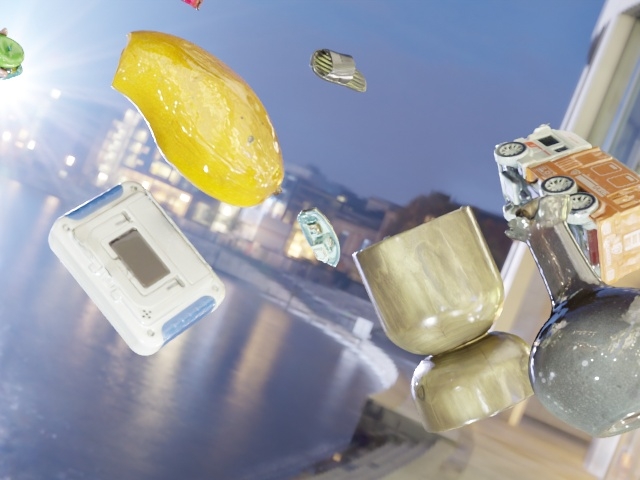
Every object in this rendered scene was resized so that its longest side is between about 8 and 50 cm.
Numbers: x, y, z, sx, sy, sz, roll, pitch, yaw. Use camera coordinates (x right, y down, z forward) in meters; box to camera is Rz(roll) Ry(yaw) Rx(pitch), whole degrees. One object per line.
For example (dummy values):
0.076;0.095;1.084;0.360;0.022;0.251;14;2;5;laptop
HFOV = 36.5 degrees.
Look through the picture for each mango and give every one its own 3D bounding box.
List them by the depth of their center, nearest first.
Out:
-0.194;-0.207;1.605;0.359;0.187;0.144;54;-16;-5;mango

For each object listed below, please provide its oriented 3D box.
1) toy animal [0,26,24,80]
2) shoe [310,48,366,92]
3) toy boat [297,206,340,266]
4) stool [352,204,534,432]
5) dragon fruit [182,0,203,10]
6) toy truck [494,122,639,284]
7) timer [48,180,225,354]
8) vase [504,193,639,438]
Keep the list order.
-0.589;-0.289;1.715;0.103;0.100;0.208;10;-38;-44;toy animal
0.046;-0.311;1.754;0.053;0.062;0.159;-18;-20;34;shoe
0.000;0.000;1.908;0.059;0.066;0.140;-13;-53;24;toy boat
0.173;0.104;1.324;0.179;0.179;0.264;90;-22;-87;stool
-0.253;-0.474;1.415;0.262;0.163;0.189;29;37;-13;dragon fruit
0.505;-0.083;1.895;0.387;0.207;0.173;-124;-165;-56;toy truck
-0.282;0.036;1.509;0.253;0.178;0.078;50;-35;6;timer
0.195;0.049;0.718;0.120;0.120;0.182;27;36;-58;vase
